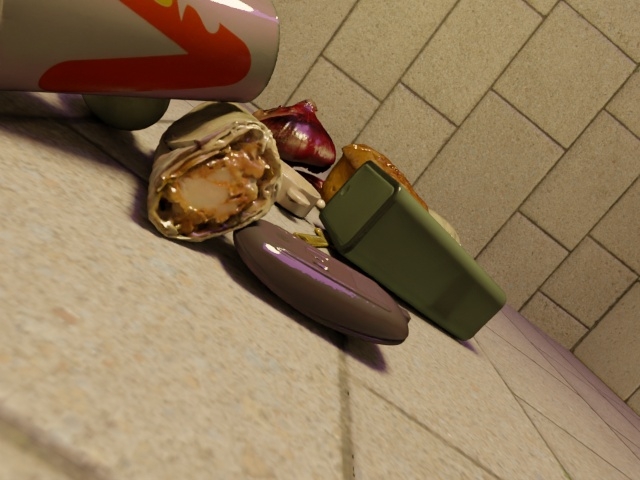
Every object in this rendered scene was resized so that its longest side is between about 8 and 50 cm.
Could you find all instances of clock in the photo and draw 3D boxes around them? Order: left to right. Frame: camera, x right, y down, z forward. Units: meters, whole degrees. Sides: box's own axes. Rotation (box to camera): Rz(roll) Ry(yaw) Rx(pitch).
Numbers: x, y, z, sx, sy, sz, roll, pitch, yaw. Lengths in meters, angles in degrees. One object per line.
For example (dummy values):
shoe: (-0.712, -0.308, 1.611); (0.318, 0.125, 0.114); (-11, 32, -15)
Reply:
clock: (-0.074, -0.109, 1.001); (0.155, 0.063, 0.229); (34, 14, -32)

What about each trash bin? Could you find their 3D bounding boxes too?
trash bin: (0.180, 0.028, 0.993); (0.343, 0.158, 0.223); (41, 9, -23)

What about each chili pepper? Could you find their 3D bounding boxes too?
chili pepper: (0.015, -0.136, 1.415); (0.267, 0.051, 0.059); (36, 14, 0)

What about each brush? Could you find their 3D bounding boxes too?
brush: (0.000, 0.000, 0.907); (0.082, 0.010, 0.218); (41, 11, 18)

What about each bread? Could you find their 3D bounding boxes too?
bread: (0.104, -0.118, 1.230); (0.178, 0.194, 0.340); (22, 27, -35)

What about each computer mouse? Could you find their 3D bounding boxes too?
computer mouse: (-0.002, 0.051, 0.571); (0.232, 0.057, 0.120); (31, 14, -16)

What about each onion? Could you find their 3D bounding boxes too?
onion: (-0.075, -0.287, 1.321); (0.271, 0.195, 0.272); (18, 7, -2)

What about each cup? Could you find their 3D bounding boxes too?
cup: (-0.196, -0.233, 0.523); (0.288, 0.203, 0.203); (-3, 37, -43)

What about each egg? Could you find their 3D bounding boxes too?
egg: (-0.258, -0.207, 0.664); (0.114, 0.114, 0.152); (28, 10, -41)

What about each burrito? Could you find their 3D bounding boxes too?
burrito: (-0.130, -0.098, 0.603); (0.299, 0.143, 0.105); (-124, -165, -62)

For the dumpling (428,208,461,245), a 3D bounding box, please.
dumpling: (0.257, 0.021, 1.370); (0.318, 0.187, 0.243); (46, -28, 4)
